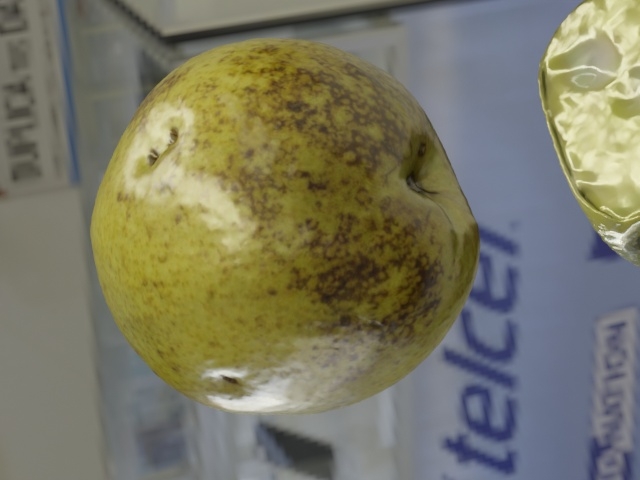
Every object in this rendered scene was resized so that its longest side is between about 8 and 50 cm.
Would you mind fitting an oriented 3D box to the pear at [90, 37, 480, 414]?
[{"bbox_3d":[-0.013,-0.006,1.019,0.197,0.197,0.197,169,90,-70],"label":"pear"}]

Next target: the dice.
[{"bbox_3d":[0.363,-0.118,1.887,0.238,0.227,0.233,-25,63,27],"label":"dice"}]
